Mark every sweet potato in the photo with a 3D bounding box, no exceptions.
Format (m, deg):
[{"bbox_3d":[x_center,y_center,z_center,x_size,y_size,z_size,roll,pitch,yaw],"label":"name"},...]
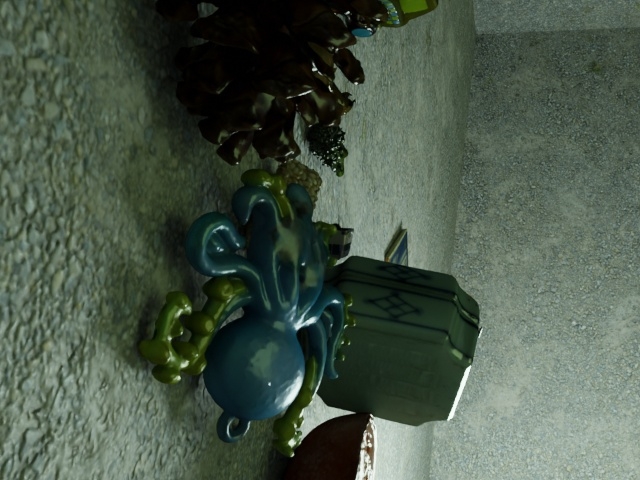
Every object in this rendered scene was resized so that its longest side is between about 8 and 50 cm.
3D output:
[{"bbox_3d":[-0.024,-0.247,0.984,0.310,0.098,0.124,-20,119,-66],"label":"sweet potato"}]

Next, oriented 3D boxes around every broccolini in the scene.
[{"bbox_3d":[0.032,-0.166,1.208,0.203,0.068,0.091,27,48,-71],"label":"broccolini"}]

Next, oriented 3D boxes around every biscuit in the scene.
[{"bbox_3d":[-0.054,-0.040,0.956,0.070,0.082,0.168,-50,-162,53],"label":"biscuit"}]

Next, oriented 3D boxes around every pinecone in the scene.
[{"bbox_3d":[-0.053,-0.220,0.699,0.244,0.244,0.309,-56,159,-57],"label":"pinecone"}]

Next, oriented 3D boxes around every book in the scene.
[{"bbox_3d":[0.223,0.152,1.901,0.228,0.018,0.322,-46,136,-61],"label":"book"}]

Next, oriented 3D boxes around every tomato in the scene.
[{"bbox_3d":[0.005,0.452,1.110,0.338,0.144,0.338,7,90,-76],"label":"tomato"}]

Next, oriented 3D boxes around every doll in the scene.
[{"bbox_3d":[-0.077,0.089,0.840,0.346,0.099,0.341,31,69,-50],"label":"doll"}]

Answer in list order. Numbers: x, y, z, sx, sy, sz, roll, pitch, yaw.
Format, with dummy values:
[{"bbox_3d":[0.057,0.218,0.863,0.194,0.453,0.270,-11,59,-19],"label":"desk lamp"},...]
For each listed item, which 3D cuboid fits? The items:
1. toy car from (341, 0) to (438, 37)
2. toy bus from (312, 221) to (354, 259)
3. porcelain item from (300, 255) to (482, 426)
[{"bbox_3d":[0.143,-0.513,1.267,0.248,0.198,0.204,21,74,-70],"label":"toy car"},{"bbox_3d":[0.000,0.000,1.081,0.052,0.102,0.058,-20,115,-70],"label":"toy bus"},{"bbox_3d":[0.114,0.170,1.114,0.281,0.286,0.157,92,13,-45],"label":"porcelain item"}]
